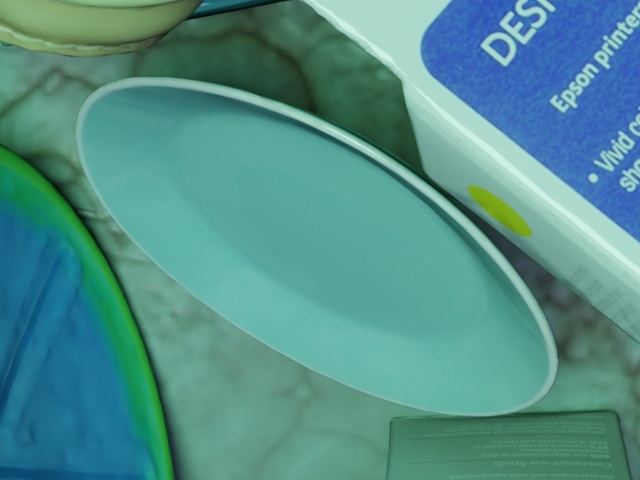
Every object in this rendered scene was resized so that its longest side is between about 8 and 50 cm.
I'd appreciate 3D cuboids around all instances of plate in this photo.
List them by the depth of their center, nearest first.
[{"bbox_3d":[0.000,0.000,0.540,0.188,0.188,0.024,36,65,-10],"label":"plate"}]

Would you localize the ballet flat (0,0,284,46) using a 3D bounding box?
[{"bbox_3d":[0.015,-0.119,0.521,0.280,0.095,0.096,-2,99,3],"label":"ballet flat"}]

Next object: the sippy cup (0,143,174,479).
[{"bbox_3d":[-0.199,0.097,0.546,0.224,0.240,0.305,-13,69,17],"label":"sippy cup"}]

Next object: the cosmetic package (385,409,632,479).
[{"bbox_3d":[0.069,0.163,0.539,0.107,0.238,0.127,-3,110,3],"label":"cosmetic package"}]

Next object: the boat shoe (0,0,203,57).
[{"bbox_3d":[-0.105,-0.110,0.446,0.104,0.285,0.089,0,119,-29],"label":"boat shoe"}]

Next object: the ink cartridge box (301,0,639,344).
[{"bbox_3d":[0.180,-0.092,0.454,0.307,0.072,0.303,40,78,8],"label":"ink cartridge box"}]
